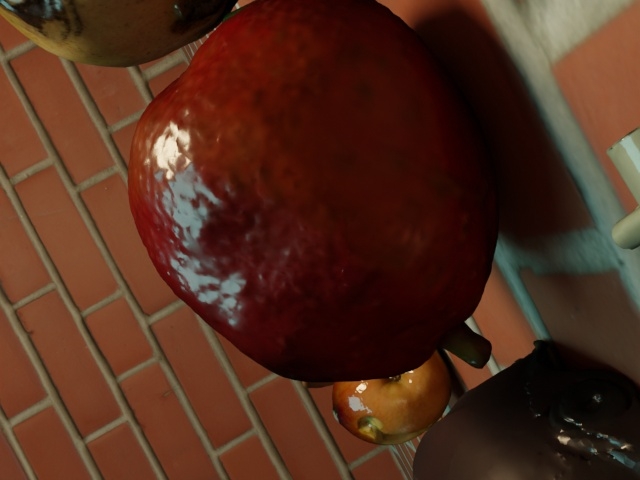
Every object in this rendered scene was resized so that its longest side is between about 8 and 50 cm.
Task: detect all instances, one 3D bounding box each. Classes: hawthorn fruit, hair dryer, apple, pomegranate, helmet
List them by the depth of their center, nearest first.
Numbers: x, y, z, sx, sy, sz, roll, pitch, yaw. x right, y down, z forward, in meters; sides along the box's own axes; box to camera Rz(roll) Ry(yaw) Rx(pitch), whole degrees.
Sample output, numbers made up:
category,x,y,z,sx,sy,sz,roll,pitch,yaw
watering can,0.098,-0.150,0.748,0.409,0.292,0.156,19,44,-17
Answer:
category,x,y,z,sx,sy,sz,roll,pitch,yaw
hair dryer,0.163,-0.017,0.377,0.063,0.038,0.124,63,-179,12
hawthorn fruit,0.014,-0.023,0.571,0.307,0.265,0.265,44,174,-2
helmet,0.178,0.221,0.587,0.225,0.177,0.305,66,174,-12
pomegranate,-0.200,-0.320,0.736,0.322,0.322,0.322,61,173,12
apple,0.108,0.212,1.128,0.199,0.199,0.199,61,173,12

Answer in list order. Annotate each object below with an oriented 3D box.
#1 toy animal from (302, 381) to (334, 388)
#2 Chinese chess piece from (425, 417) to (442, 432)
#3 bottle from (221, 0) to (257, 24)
category,x,y,z,sx,sy,sz,roll,pitch,yaw
toy animal,0.000,0.110,1.485,0.338,0.216,0.191,-119,33,-41
Chinese chess piece,0.218,0.357,1.435,0.084,0.034,0.084,61,173,14
bottle,-0.002,-0.133,0.804,0.260,0.112,0.112,64,173,-17
